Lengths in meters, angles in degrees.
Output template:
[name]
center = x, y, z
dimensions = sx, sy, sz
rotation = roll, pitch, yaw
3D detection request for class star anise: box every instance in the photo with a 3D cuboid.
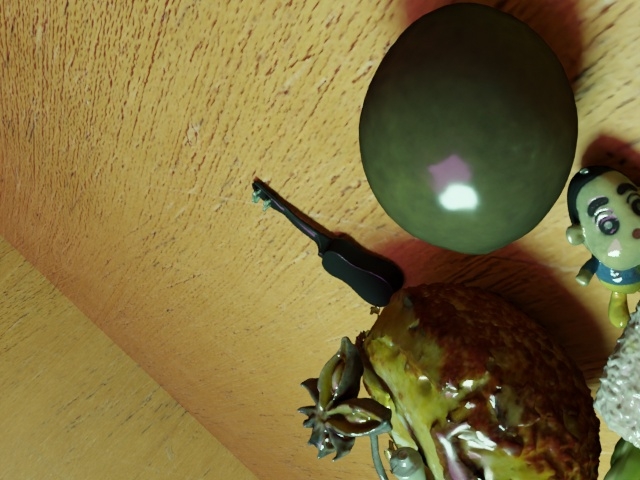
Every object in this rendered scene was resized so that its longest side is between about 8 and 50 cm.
[star anise]
center = 0.075, 0.247, 0.837
dimensions = 0.148, 0.219, 0.227
rotation = 12, 172, 42

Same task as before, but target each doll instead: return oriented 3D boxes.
[doll]
center = 0.275, 0.003, 0.610
dimensions = 0.179, 0.102, 0.089
rotation = 54, -174, -23

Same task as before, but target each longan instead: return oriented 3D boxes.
[longan]
center = 0.122, -0.087, 0.567
dimensions = 0.198, 0.198, 0.212
rotation = 27, 149, 23

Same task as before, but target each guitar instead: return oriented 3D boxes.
[guitar]
center = -0.002, 0.001, 0.966
dimensions = 0.271, 0.038, 0.084
rotation = 36, 148, 10

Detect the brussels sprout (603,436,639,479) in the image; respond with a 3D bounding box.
[brussels sprout]
center = 0.415, 0.288, 0.658
dimensions = 0.273, 0.243, 0.317
rotation = 13, 121, 5

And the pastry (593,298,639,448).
[pastry]
center = 0.319, 0.070, 0.558
dimensions = 0.112, 0.102, 0.265
rotation = 45, 122, 41

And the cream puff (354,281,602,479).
[cream puff]
center = 0.194, 0.196, 0.802
dimensions = 0.351, 0.228, 0.350
rotation = 61, 168, 23

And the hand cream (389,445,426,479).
[hand cream]
center = 0.110, 0.280, 0.747
dimensions = 0.057, 0.037, 0.165
rotation = 47, 166, 48
